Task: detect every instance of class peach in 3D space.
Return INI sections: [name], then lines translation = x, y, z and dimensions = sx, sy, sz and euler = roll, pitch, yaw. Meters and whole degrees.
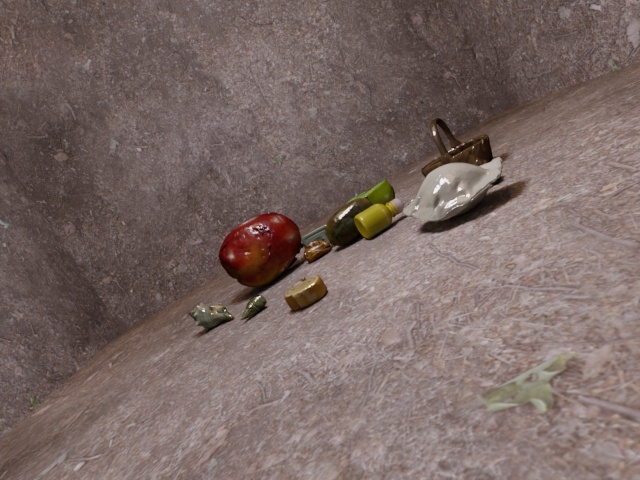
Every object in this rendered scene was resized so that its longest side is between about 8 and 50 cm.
[peach]
translation = -0.290, 0.043, 2.154
dimensions = 0.416, 0.339, 0.353
euler = -42, 9, -25

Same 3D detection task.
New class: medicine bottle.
[medicine bottle]
translation = 0.267, -0.107, 1.877
dimensions = 0.212, 0.122, 0.122
euler = -31, 8, -11

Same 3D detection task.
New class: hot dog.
[hot dog]
translation = -0.015, 0.048, 2.095
dimensions = 0.147, 0.065, 0.099
euler = -31, 39, -9

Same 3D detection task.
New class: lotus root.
[lotus root]
translation = 0.140, -0.085, 1.988
dimensions = 0.275, 0.160, 0.152
euler = -40, -3, 4

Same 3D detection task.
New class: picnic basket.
[picnic basket]
translation = 0.606, -0.430, 1.977
dimensions = 0.337, 0.337, 0.293
euler = -24, 10, 33

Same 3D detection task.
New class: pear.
[pear]
translation = 0.240, -0.158, 2.166
dimensions = 0.292, 0.159, 0.292
euler = -33, 7, 4

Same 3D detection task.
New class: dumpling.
[dumpling]
translation = 0.442, -0.159, 1.442
dimensions = 0.341, 0.181, 0.260
euler = -4, 27, 18

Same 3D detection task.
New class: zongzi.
[zongzi]
translation = -0.291, 0.281, 1.744
dimensions = 0.130, 0.062, 0.154
euler = -46, 7, -20

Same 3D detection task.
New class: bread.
[bread]
translation = -0.054, 0.178, 1.451
dimensions = 0.149, 0.073, 0.122
euler = -29, 10, 6

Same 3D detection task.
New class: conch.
[conch]
translation = -0.488, 0.341, 1.907
dimensions = 0.234, 0.114, 0.137
euler = 6, 23, 2

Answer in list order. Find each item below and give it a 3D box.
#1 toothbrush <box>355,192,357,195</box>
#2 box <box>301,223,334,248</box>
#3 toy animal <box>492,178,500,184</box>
[toothbrush]
translation = 0.194, -0.249, 2.288
dimensions = 0.013, 0.011, 0.131
euler = -12, 10, 7
[box]
translation = 0.000, 0.000, 2.194
dimensions = 0.172, 0.124, 0.093
euler = -27, -1, 9
[toy animal]
translation = 0.659, -0.244, 1.622
dimensions = 0.065, 0.047, 0.135
euler = -20, 11, 28
